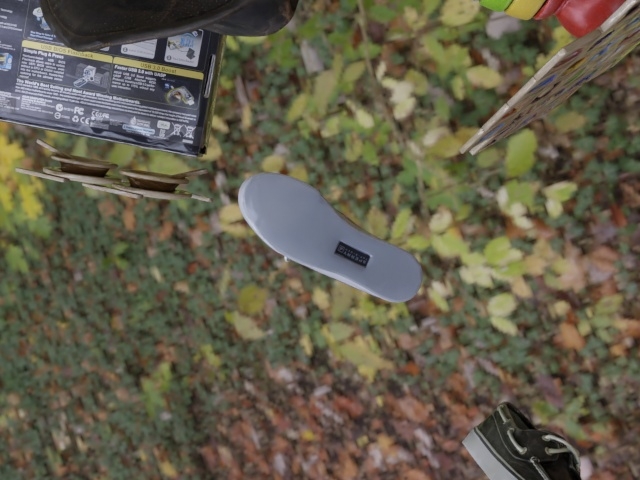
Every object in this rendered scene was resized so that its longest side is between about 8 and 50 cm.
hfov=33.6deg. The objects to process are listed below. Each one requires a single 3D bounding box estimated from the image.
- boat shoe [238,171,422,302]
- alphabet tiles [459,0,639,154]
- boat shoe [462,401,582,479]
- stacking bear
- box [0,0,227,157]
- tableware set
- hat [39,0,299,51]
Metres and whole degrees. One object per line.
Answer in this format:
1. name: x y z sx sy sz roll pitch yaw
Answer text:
1. boat shoe: 0.005 -0.007 1.908 0.135 0.367 0.156 -65 16 -6
2. alphabet tiles: 0.306 -0.207 1.205 0.011 0.285 0.342 56 151 7
3. boat shoe: 0.195 0.204 0.963 0.078 0.070 0.219 37 -178 -19
4. stacking bear: 0.284 -0.364 1.394 0.289 0.164 0.175 29 157 -2
5. box: -0.312 -0.291 1.320 0.097 0.395 0.318 -94 14 -85
6. tableware set: -0.222 -0.078 1.166 0.194 0.128 0.039 12 97 32
7. hat: -0.092 -0.251 0.912 0.134 0.331 0.331 47 -173 -46
